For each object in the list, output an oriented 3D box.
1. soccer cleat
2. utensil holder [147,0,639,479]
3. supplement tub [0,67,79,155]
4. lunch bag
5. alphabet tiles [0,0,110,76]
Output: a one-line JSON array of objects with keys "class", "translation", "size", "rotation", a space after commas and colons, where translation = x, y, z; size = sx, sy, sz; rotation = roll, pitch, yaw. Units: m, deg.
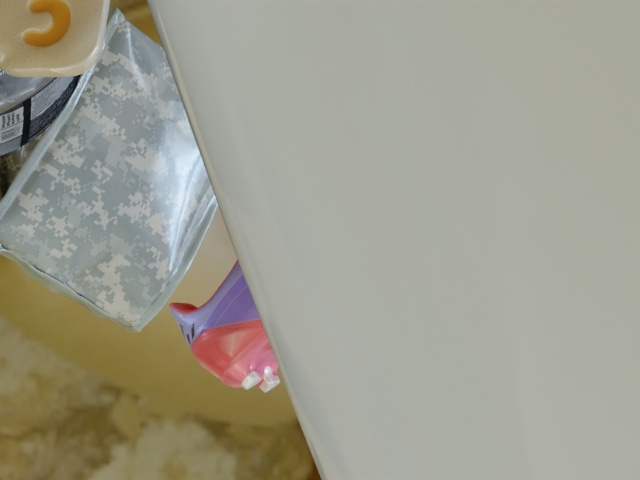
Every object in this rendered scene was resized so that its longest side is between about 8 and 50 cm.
[{"class": "soccer cleat", "translation": [0.000, 0.000, 1.198], "size": [0.248, 0.095, 0.083], "rotation": [-46, 163, 6]}, {"class": "utensil holder", "translation": [0.144, 0.020, 0.544], "size": [0.327, 0.385, 0.327], "rotation": [-22, 179, -1]}, {"class": "supplement tub", "translation": [-0.272, -0.179, 1.262], "size": [0.207, 0.207, 0.338], "rotation": [11, 172, -9]}, {"class": "lunch bag", "translation": [-0.240, -0.070, 1.863], "size": [0.235, 0.287, 0.169], "rotation": [37, 160, -32]}, {"class": "alphabet tiles", "translation": [-0.182, -0.206, 0.921], "size": [0.284, 0.278, 0.021], "rotation": [1, 154, 8]}]
